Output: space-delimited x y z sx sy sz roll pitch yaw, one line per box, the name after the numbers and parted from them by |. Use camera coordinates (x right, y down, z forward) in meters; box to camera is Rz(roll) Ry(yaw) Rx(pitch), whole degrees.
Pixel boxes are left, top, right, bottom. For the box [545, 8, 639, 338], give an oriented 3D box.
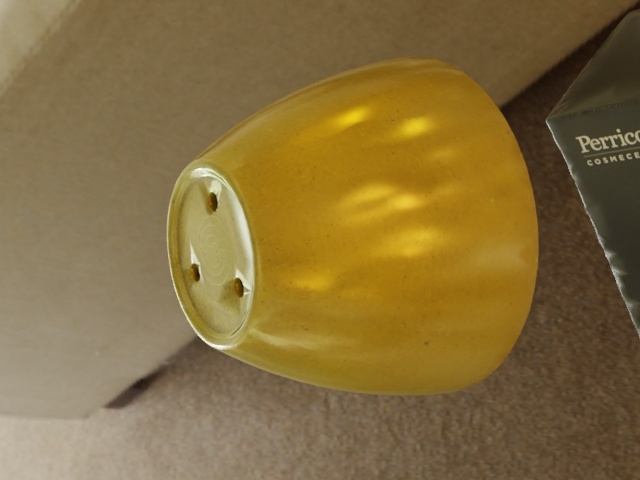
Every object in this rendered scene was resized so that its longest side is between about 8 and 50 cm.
0.376 -0.016 0.678 0.343 0.312 0.179 -8 29 41 | box

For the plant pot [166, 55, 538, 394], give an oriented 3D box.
0.000 0.000 0.398 0.134 0.095 0.134 17 111 53 | plant pot
